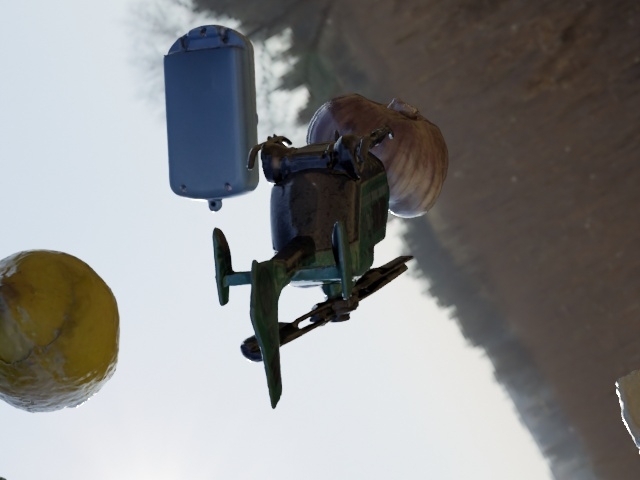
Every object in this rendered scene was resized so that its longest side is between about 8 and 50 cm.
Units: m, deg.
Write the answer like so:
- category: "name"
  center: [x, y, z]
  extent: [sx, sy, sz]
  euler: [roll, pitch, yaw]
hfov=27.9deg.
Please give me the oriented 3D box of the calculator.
- category: "calculator"
  center: [-0.124, -0.137, 1.447]
  extent: [0.039, 0.121, 0.210]
  euler: [-7, -86, -54]

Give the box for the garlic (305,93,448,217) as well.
- category: "garlic"
  center: [0.059, -0.092, 1.262]
  extent: [0.147, 0.102, 0.159]
  euler: [16, -166, -26]

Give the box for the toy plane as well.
- category: "toy plane"
  center: [0.000, 0.000, 0.986]
  extent: [0.381, 0.106, 0.155]
  euler: [-42, -54, -74]

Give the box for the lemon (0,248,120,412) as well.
- category: "lemon"
  center: [-0.303, 0.101, 1.409]
  extent: [0.180, 0.180, 0.193]
  euler: [-112, 22, -52]

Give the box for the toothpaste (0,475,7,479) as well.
- category: "toothpaste"
  center: [-0.409, 0.223, 1.301]
  extent: [0.248, 0.047, 0.078]
  euler: [27, -147, -6]

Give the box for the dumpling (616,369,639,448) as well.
- category: "dumpling"
  center: [0.323, 0.187, 0.935]
  extent: [0.252, 0.131, 0.179]
  euler: [36, -148, -11]
